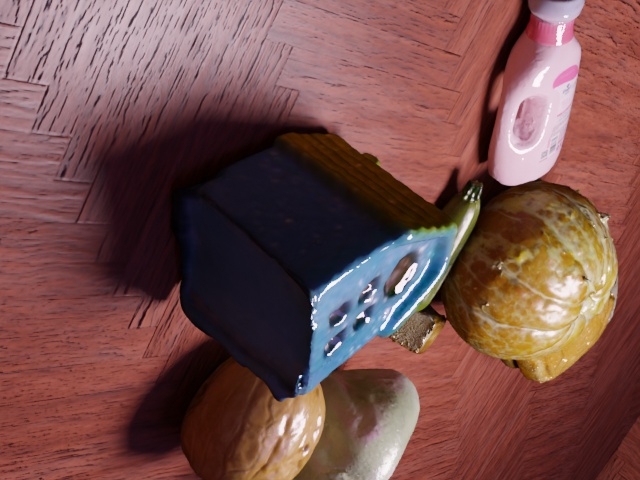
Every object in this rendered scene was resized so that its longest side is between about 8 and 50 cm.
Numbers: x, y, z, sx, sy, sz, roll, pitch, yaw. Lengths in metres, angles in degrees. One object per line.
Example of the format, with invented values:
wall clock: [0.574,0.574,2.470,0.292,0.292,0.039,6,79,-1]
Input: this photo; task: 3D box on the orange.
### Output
orange: [0.360,0.059,1.713,0.329,0.249,0.329,-36,144,-33]

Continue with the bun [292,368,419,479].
bun: [0.012,0.303,1.579,0.293,0.187,0.293,-50,-171,11]

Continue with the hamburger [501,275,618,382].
hamburger: [0.487,0.144,2.059,0.319,0.158,0.318,-32,145,-27]

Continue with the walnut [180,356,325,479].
walnut: [-0.092,0.254,1.407,0.221,0.195,0.195,-61,149,3]

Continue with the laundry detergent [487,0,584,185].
laundry detergent: [0.333,-0.241,1.523,0.159,0.088,0.335,-32,143,-28]

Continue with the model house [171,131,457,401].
model house: [0.000,0.000,1.205,0.303,0.237,0.215,-34,147,-29]

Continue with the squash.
squash: [0.199,0.008,1.630,0.066,0.066,0.252,2,121,-53]

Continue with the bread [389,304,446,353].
bread: [0.167,0.148,1.735,0.083,0.077,0.070,-59,160,13]
